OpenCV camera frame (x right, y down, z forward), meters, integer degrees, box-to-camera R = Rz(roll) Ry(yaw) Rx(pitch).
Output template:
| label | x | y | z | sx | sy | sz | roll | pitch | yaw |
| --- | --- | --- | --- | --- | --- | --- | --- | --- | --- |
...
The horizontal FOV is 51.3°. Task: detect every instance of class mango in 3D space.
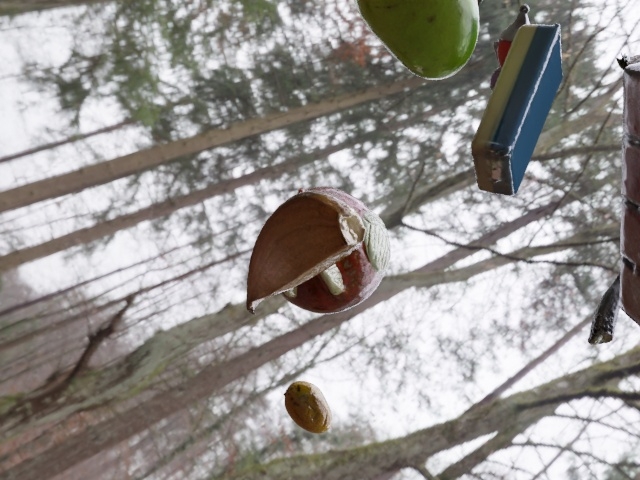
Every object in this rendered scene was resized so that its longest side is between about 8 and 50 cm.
| label | x | y | z | sx | sy | sz | roll | pitch | yaw |
| --- | --- | --- | --- | --- | --- | --- | --- | --- | --- |
| mango | -0.022 | 0.320 | 1.277 | 0.114 | 0.079 | 0.057 | 47 | -28 | -4 |
| mango | 0.064 | -0.152 | 0.435 | 0.073 | 0.056 | 0.108 | -13 | -50 | 31 |

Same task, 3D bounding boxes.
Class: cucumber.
| label | x | y | z | sx | sy | sz | roll | pitch | yaw |
| --- | --- | --- | --- | --- | --- | --- | --- | --- | --- |
| cucumber | 0.431 | 0.102 | 0.999 | 0.034 | 0.135 | 0.033 | 21 | -35 | 15 |

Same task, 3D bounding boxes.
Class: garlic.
| label | x | y | z | sx | sy | sz | roll | pitch | yaw |
| --- | --- | --- | --- | --- | --- | --- | --- | --- | --- |
| garlic | -0.025 | 0.011 | 0.977 | 0.206 | 0.115 | 0.128 | -41 | -119 | 17 |

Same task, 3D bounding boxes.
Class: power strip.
| label | x | y | z | sx | sy | sz | roll | pitch | yaw |
| --- | --- | --- | --- | --- | --- | --- | --- | --- | --- |
| power strip | 0.144 | -0.095 | 0.489 | 0.032 | 0.123 | 0.056 | 14 | -23 | 29 |

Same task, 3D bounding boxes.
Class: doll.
| label | x | y | z | sx | sy | sz | roll | pitch | yaw |
| --- | --- | --- | --- | --- | --- | --- | --- | --- | --- |
| doll | 0.412 | -0.387 | 1.406 | 0.102 | 0.075 | 0.228 | 17 | -44 | 24 |

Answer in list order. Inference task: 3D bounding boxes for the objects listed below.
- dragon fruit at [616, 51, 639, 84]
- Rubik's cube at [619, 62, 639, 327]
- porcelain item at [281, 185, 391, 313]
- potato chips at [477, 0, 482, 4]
| label | x | y | z | sx | sy | sz | roll | pitch | yaw |
| --- | --- | --- | --- | --- | --- | --- | --- | --- | --- |
| dragon fruit | 0.657 | -0.294 | 1.279 | 0.142 | 0.138 | 0.175 | -128 | -165 | -75 |
| Rubik's cube | 0.546 | -0.024 | 0.681 | 0.344 | 0.336 | 0.344 | -102 | -178 | -65 |
| porcelain item | 0.000 | 0.000 | 1.226 | 0.253 | 0.253 | 0.253 | 28 | -49 | 38 |
| potato chips | 0.286 | -0.557 | 1.322 | 0.059 | 0.228 | 0.167 | -10 | -42 | 11 |
